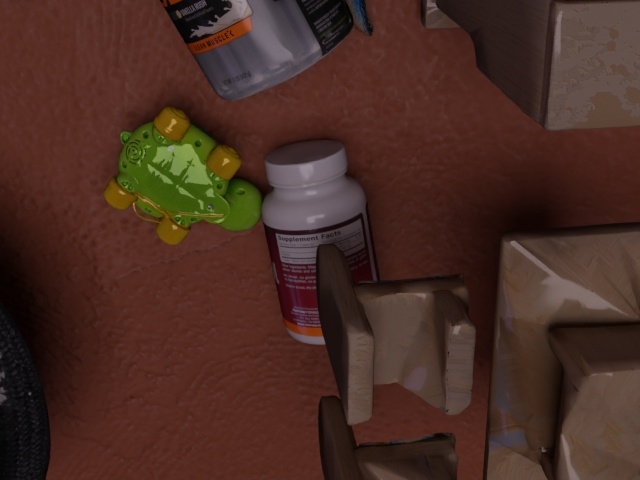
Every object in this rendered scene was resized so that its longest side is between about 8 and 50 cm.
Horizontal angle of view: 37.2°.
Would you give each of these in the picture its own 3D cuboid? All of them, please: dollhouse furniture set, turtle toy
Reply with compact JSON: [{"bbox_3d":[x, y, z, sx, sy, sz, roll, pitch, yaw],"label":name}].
[{"bbox_3d":[0.177,-0.002,0.682,0.362,0.256,0.394,-4,116,-6],"label":"dollhouse furniture set"},{"bbox_3d":[-0.103,-0.048,0.752,0.130,0.066,0.095,36,108,-15],"label":"turtle toy"}]

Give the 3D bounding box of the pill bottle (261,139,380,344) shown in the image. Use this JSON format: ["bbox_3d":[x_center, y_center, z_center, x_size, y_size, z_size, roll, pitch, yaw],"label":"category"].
[{"bbox_3d":[0.000,0.000,0.766,0.086,0.086,0.152,-9,111,2],"label":"pill bottle"}]

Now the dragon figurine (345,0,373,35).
[{"bbox_3d":[0.056,-0.287,0.652,0.144,0.085,0.289,-12,111,3],"label":"dragon figurine"}]

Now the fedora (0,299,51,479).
[{"bbox_3d":[-0.357,0.098,0.755,0.334,0.152,0.333,0,109,-1],"label":"fedora"}]

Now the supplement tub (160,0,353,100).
[{"bbox_3d":[-0.068,-0.205,0.664,0.117,0.117,0.190,-28,110,9],"label":"supplement tub"}]
